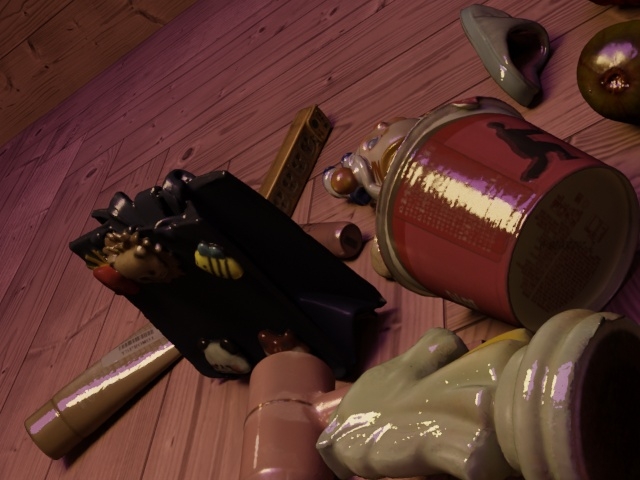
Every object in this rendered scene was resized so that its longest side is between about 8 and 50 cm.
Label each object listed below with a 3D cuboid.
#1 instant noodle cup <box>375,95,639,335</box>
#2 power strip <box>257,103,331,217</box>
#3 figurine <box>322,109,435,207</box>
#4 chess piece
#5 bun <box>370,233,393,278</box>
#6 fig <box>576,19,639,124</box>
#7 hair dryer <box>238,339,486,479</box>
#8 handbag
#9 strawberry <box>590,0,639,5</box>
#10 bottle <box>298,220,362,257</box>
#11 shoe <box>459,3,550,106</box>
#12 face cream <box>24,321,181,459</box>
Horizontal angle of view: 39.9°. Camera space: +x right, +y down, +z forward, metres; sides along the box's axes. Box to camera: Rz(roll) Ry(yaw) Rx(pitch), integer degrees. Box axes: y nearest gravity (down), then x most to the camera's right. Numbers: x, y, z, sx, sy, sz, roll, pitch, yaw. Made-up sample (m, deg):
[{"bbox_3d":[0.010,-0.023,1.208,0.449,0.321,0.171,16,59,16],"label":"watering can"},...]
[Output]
[{"bbox_3d":[0.198,-0.016,0.911,0.235,0.235,0.178,-47,38,-7],"label":"instant noodle cup"},{"bbox_3d":[-0.046,-0.134,1.526,0.044,0.064,0.305,-14,40,39],"label":"power strip"},{"bbox_3d":[0.089,-0.097,1.253,0.274,0.133,0.194,-21,12,46],"label":"figurine"},{"bbox_3d":[0.138,0.149,0.795,0.298,0.176,0.175,-7,45,44],"label":"chess piece"},{"bbox_3d":[0.099,0.006,1.165,0.086,0.055,0.086,-31,30,21],"label":"bun"},{"bbox_3d":[0.391,-0.219,1.063,0.124,0.124,0.236,-18,15,39],"label":"fig"},{"bbox_3d":[0.067,0.178,0.947,0.344,0.107,0.189,-25,34,20],"label":"hair dryer"},{"bbox_3d":[-0.129,0.055,1.110,0.303,0.329,0.122,-11,46,46],"label":"handbag"},{"bbox_3d":[0.429,-0.427,1.108,0.295,0.317,0.345,-19,40,-20],"label":"strawberry"},{"bbox_3d":[0.000,0.000,1.301,0.140,0.053,0.053,-3,48,51],"label":"bottle"},{"bbox_3d":[0.278,-0.289,1.288,0.100,0.103,0.251,-34,35,19],"label":"shoe"},{"bbox_3d":[-0.310,0.208,1.409,0.341,0.084,0.137,-40,30,-10],"label":"face cream"}]
